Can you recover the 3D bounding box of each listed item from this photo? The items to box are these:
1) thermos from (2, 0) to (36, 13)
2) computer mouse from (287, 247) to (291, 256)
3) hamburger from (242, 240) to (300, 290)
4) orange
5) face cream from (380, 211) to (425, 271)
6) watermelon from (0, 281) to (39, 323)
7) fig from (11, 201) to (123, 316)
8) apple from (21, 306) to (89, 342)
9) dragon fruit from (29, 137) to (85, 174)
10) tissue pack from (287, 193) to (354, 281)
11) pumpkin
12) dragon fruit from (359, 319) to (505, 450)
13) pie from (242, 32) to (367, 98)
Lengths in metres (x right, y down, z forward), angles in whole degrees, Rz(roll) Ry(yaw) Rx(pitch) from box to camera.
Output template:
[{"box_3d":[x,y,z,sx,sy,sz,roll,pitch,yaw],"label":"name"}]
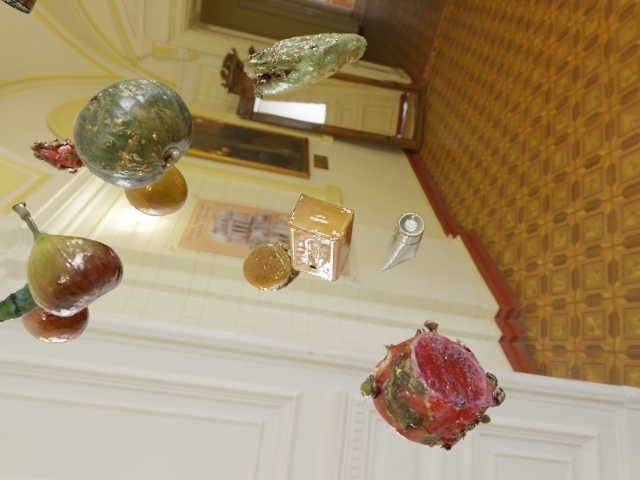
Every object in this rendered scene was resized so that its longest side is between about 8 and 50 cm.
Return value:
[{"box_3d":[-0.857,-0.854,1.347,0.329,0.137,0.109,-66,-26,-2],"label":"thermos"},{"box_3d":[-0.088,0.063,1.795,0.032,0.110,0.056,-45,5,-26],"label":"computer mouse"},{"box_3d":[-0.229,0.122,2.128,0.163,0.245,0.244,19,-100,-61],"label":"hamburger"},{"box_3d":[-0.745,-0.238,2.075,0.274,0.275,0.273,-170,90,-82],"label":"orange"},{"box_3d":[0.267,0.019,1.458,0.341,0.138,0.084,84,161,-67],"label":"face cream"},{"box_3d":[-0.729,0.145,1.128,0.139,0.071,0.187,-16,21,43],"label":"watermelon"},{"box_3d":[-0.496,0.041,0.863,0.160,0.231,0.143,-49,-16,-42],"label":"fig"},{"box_3d":[-0.871,0.253,1.496,0.162,0.201,0.201,-58,12,11],"label":"apple"},{"box_3d":[-1.044,-0.343,1.814,0.133,0.208,0.149,-12,71,38],"label":"dragon fruit"},{"box_3d":[0.000,0.000,1.563,0.274,0.195,0.145,89,-161,-56],"label":"tissue pack"},{"box_3d":[-0.540,-0.311,1.323,0.291,0.258,0.327,-54,1,37],"label":"pumpkin"},{"box_3d":[0.221,0.264,0.852,0.211,0.283,0.146,-100,29,-63],"label":"dragon fruit"},{"box_3d":[-0.052,-0.643,1.623,0.395,0.419,0.180,-63,-42,-61],"label":"pie"}]
